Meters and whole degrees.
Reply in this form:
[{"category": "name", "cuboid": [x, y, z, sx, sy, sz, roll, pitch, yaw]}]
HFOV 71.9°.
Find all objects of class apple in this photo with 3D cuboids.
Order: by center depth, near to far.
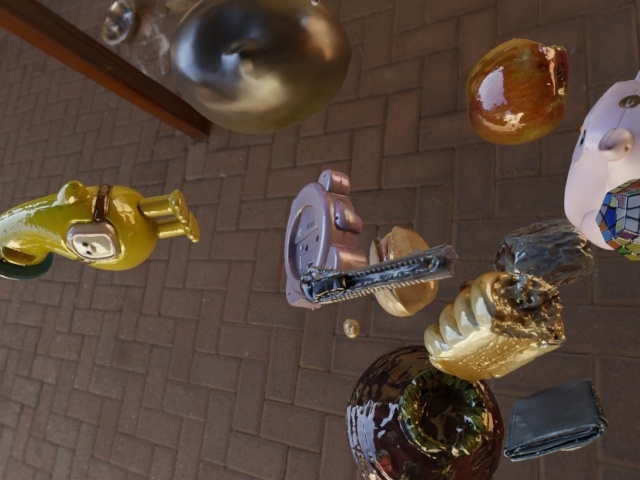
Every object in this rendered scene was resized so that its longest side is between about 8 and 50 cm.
[{"category": "apple", "cuboid": [0.643, -0.488, 1.461, 0.339, 0.339, 0.340, -6, 75, 25]}]

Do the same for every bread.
[{"category": "bread", "cuboid": [0.204, 0.107, 0.541, 0.177, 0.119, 0.084, -55, 19, 42]}]

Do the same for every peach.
[{"category": "peach", "cuboid": [0.476, 0.164, 1.382, 0.083, 0.083, 0.083, -6, 75, 25]}]

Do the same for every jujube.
[{"category": "jujube", "cuboid": [0.735, 0.058, 1.462, 0.307, 0.246, 0.216, -15, 102, 18]}]

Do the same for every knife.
[{"category": "knife", "cuboid": [0.099, 0.070, 0.900, 0.364, 0.043, 0.089, -15, 74, 31]}]

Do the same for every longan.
[{"category": "longan", "cuboid": [-0.114, -0.340, 0.833, 0.349, 0.288, 0.289, 4, 80, 28]}]

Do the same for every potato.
[{"category": "potato", "cuboid": [0.114, 0.319, 1.623, 0.062, 0.083, 0.068, 17, 98, 0]}]

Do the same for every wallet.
[{"category": "wallet", "cuboid": [0.605, 0.461, 1.137, 0.237, 0.342, 0.075, -34, 76, 23]}]

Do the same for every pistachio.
[{"category": "pistachio", "cuboid": [0.261, 0.103, 1.426, 0.229, 0.230, 0.309, -23, 55, 20]}]

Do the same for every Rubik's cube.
[{"category": "Rubik's cube", "cuboid": [0.410, -0.027, 0.554, 0.111, 0.093, 0.111, -4, 82, 28]}]

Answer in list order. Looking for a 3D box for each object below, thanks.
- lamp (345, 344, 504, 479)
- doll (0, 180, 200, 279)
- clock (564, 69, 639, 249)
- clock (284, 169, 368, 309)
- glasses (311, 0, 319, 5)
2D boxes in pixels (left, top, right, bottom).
[{"category": "lamp", "cuboid": [0.158, 0.276, 0.668, 0.246, 0.247, 0.247, -6, 75, 25]}, {"category": "doll", "cuboid": [-0.390, -0.022, 0.713, 0.362, 0.200, 0.145, -9, 51, -2]}, {"category": "clock", "cuboid": [0.721, -0.166, 0.982, 0.250, 0.377, 0.368, 22, 71, 44]}, {"category": "clock", "cuboid": [0.000, 0.000, 1.171, 0.295, 0.113, 0.323, -36, 50, 54]}, {"category": "glasses", "cuboid": [-0.039, -0.371, 0.440, 0.162, 0.095, 0.256, -26, 92, 0]}]
